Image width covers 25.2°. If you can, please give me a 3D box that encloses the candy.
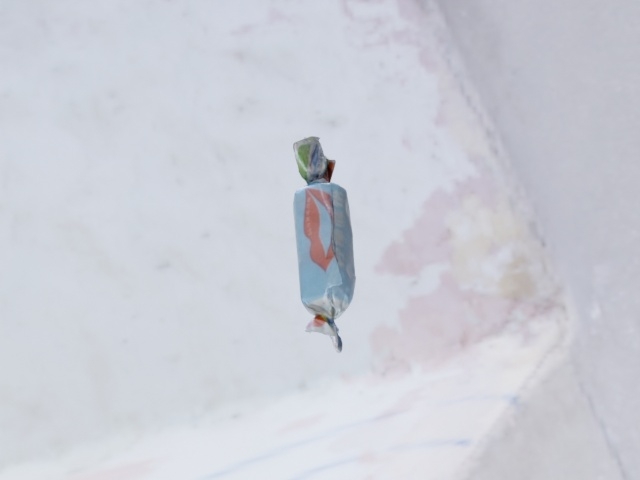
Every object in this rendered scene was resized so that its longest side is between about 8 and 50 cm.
[{"bbox_3d":[0.000,0.000,0.525,0.030,0.020,0.083,39,-138,-55],"label":"candy"}]
